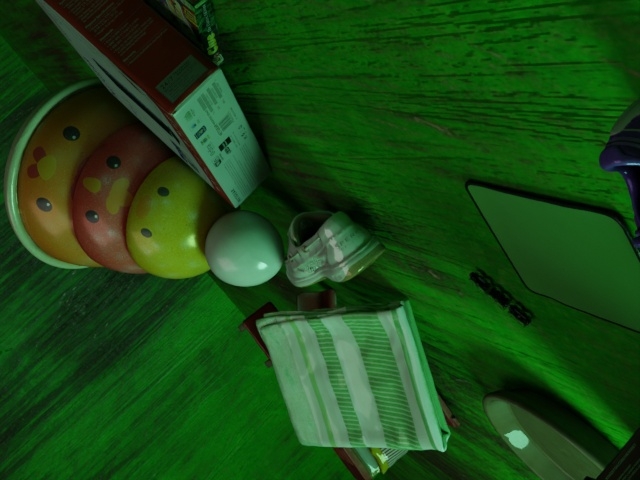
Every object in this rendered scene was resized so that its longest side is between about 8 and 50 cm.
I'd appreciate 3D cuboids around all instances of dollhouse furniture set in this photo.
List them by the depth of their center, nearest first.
[{"bbox_3d":[0.046,0.238,1.482,0.374,0.201,0.152,53,167,-1],"label":"dollhouse furniture set"}]

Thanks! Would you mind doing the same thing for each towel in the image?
[{"bbox_3d":[0.043,0.220,1.301,0.324,0.038,0.248,-12,100,44],"label":"towel"}]

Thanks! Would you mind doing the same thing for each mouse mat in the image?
[{"bbox_3d":[0.214,0.016,0.711,0.153,0.007,0.189,54,166,-28],"label":"mouse mat"}]

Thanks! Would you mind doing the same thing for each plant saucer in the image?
[{"bbox_3d":[0.331,0.291,1.081,0.278,0.041,0.278,43,165,14],"label":"plant saucer"}]

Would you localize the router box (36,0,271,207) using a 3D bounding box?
[{"bbox_3d":[-0.225,-0.217,1.123,0.301,0.082,0.335,42,173,17],"label":"router box"}]

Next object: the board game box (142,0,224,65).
[{"bbox_3d":[-0.221,-0.323,0.994,0.259,0.030,0.136,42,168,15],"label":"board game box"}]

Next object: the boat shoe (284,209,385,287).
[{"bbox_3d":[0.000,0.000,1.139,0.096,0.098,0.277,53,161,-7],"label":"boat shoe"}]

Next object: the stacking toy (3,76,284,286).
[{"bbox_3d":[-0.248,-0.056,1.353,0.479,0.351,0.351,21,155,32],"label":"stacking toy"}]

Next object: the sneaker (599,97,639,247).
[{"bbox_3d":[0.222,-0.005,0.486,0.170,0.071,0.068,48,167,-9],"label":"sneaker"}]

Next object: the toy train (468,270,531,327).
[{"bbox_3d":[0.194,0.063,0.886,0.083,0.017,0.024,42,176,18],"label":"toy train"}]

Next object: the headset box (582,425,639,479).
[{"bbox_3d":[0.344,0.325,0.758,0.293,0.218,0.110,31,160,44],"label":"headset box"}]
